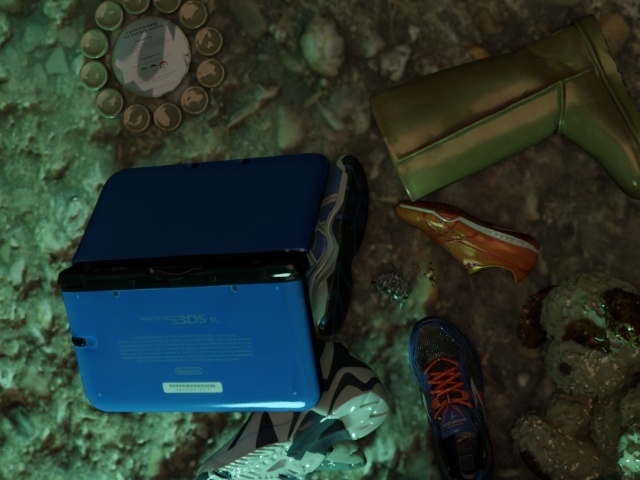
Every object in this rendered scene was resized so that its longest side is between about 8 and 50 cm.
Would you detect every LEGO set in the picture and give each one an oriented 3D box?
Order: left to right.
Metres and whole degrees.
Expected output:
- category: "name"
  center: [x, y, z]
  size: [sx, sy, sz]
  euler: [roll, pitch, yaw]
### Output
- category: "LEGO set"
  center: [0.095, 0.048, 1.319]
  size: [0.083, 0.023, 0.054]
  euler: [-32, 87, 7]

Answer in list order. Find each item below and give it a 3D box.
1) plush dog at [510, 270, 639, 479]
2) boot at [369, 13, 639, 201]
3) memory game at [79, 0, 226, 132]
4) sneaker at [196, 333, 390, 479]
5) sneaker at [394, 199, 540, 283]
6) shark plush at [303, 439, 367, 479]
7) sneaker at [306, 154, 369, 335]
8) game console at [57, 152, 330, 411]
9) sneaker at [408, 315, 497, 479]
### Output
- category: "plush dog"
  center: [0.323, 0.138, 1.215]
  size: [0.210, 0.262, 0.225]
  euler: [-29, 99, -26]
- category: "boot"
  center: [0.221, -0.107, 1.271]
  size: [0.269, 0.089, 0.236]
  euler: [-23, 76, 7]
- category: "memory game"
  center: [-0.204, -0.220, 1.356]
  size: [0.186, 0.012, 0.186]
  euler: [0, 92, 8]
- category: "sneaker"
  center: [-0.049, 0.189, 1.291]
  size: [0.235, 0.153, 0.094]
  euler: [-35, 132, 7]
- category: "sneaker"
  center: [0.163, 0.001, 1.291]
  size: [0.175, 0.064, 0.067]
  euler: [24, 105, 9]
- category: "shark plush"
  center: [-0.029, 0.269, 1.330]
  size: [0.161, 0.073, 0.067]
  euler: [-26, 120, 2]
- category: "sneaker"
  center: [0.000, 0.000, 1.302]
  size: [0.081, 0.080, 0.211]
  euler: [12, 84, 26]
- category: "game console"
  center: [-0.128, 0.049, 1.284]
  size: [0.293, 0.173, 0.250]
  euler: [-3, 107, 20]
- category: "sneaker"
  center: [0.157, 0.193, 1.284]
  size: [0.083, 0.087, 0.221]
  euler: [-18, 89, 7]
